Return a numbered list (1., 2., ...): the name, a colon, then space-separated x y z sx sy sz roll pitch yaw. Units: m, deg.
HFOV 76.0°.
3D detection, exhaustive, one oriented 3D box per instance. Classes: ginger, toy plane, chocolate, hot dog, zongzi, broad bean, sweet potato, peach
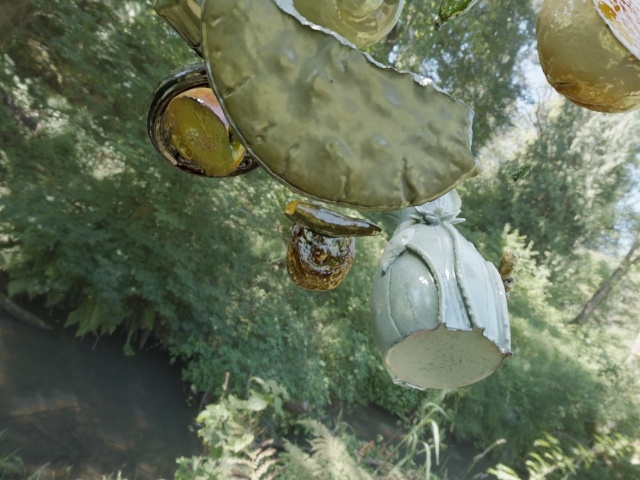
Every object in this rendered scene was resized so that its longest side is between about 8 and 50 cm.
1. ginger: 0.542 0.148 1.234 0.075 0.288 0.089 -4 34 -9
2. toy plane: 0.531 -0.179 1.085 0.080 0.033 0.083 -16 -9 -20
3. chocolate: 0.065 -0.642 1.016 0.314 0.326 0.297 6 4 -38
4. hot dog: 0.000 0.000 1.143 0.196 0.272 0.122 24 -33 -19
5. zongzi: -0.264 -0.504 0.894 0.221 0.112 0.242 42 26 -56
6. broad bean: 0.306 -0.517 0.847 0.070 0.214 0.048 42 -7 -22
7. sweet potato: 0.027 -0.040 0.990 0.243 0.077 0.077 19 3 2
8. peach: -0.118 -0.121 0.447 0.098 0.061 0.098 23 -43 23

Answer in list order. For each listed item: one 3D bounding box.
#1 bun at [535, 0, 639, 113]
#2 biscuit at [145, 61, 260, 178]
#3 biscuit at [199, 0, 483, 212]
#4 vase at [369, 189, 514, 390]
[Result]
1. bun: 0.530 -0.370 0.796 0.299 0.299 0.165 25 -31 -16
2. biscuit: -0.294 -0.328 1.203 0.407 0.407 0.091 23 43 -44
3. biscuit: 0.001 -0.108 0.355 0.289 0.141 0.038 32 13 -1
4. vase: 0.213 0.054 0.817 0.250 0.250 0.445 25 39 -15
